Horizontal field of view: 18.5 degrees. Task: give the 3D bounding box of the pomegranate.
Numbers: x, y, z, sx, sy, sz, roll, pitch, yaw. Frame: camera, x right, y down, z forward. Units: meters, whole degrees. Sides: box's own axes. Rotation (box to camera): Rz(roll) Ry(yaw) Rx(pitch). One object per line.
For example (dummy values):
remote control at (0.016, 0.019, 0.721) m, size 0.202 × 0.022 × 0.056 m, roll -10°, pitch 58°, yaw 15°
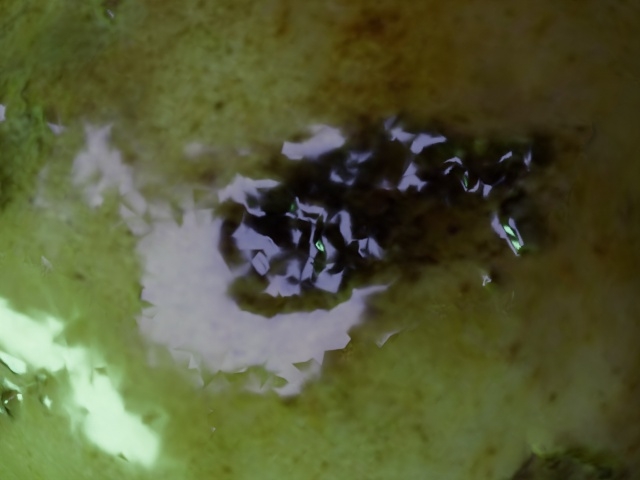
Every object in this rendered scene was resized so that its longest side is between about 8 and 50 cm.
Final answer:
pomegranate at (0.000, 0.000, 0.533) m, size 0.260 × 0.260 × 0.260 m, roll 1°, pitch 92°, yaw 25°
